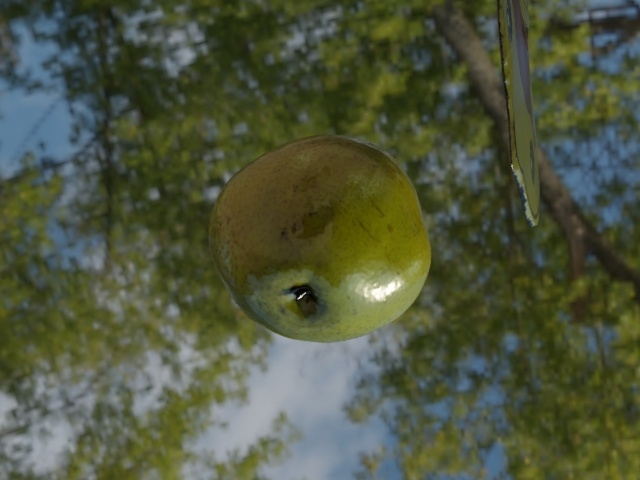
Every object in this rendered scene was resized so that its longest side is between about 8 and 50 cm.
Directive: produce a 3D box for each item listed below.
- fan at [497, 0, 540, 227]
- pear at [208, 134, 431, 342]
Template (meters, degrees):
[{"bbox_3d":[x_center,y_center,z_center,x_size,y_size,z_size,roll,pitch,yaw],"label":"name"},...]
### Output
[{"bbox_3d":[0.157,-0.150,1.188,0.011,0.230,0.335,-5,-145,12],"label":"fan"},{"bbox_3d":[-0.001,0.001,1.332,0.198,0.198,0.198,-8,-146,6],"label":"pear"}]
